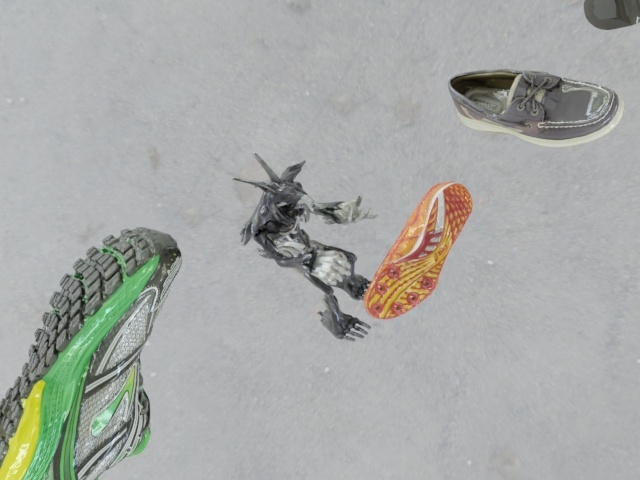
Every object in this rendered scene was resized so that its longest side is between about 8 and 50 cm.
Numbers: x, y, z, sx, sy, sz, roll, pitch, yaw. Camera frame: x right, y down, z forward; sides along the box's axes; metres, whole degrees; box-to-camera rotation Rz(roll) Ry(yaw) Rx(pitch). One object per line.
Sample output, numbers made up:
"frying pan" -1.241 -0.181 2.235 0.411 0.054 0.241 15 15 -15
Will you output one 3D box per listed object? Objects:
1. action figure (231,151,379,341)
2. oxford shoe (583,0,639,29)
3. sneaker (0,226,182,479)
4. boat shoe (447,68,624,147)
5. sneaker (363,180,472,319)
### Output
"action figure" 0.000 0.000 0.954 0.141 0.164 0.275 -2 135 36
"oxford shoe" 0.433 -0.304 0.874 0.076 0.212 0.076 -38 124 -25
"sneaker" -0.232 0.140 0.756 0.146 0.134 0.343 23 104 -28
"boat shoe" 0.318 -0.214 1.114 0.285 0.092 0.102 20 82 46
"sneaker" 0.108 0.014 0.797 0.064 0.067 0.175 37 85 -10
